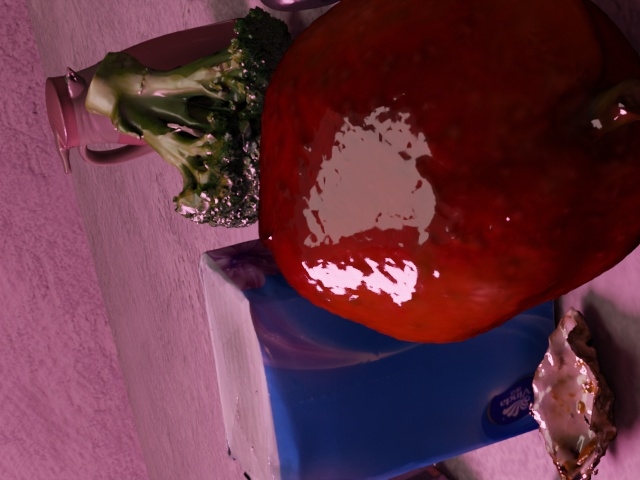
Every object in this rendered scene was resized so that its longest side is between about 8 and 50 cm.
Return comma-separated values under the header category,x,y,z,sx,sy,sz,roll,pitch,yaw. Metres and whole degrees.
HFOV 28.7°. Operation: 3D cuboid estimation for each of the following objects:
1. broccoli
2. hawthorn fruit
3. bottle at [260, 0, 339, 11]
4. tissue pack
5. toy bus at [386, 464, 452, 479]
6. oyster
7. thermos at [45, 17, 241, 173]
category,x,y,z,sx,sy,sz,roll,pitch,yaw
broccoli,-0.125,-0.145,1.400,0.269,0.269,0.254,11,84,68
hawthorn fruit,0.106,-0.068,0.832,0.307,0.265,0.265,-23,82,59
bottle,-0.034,-0.378,1.132,0.144,0.144,0.336,-150,48,-63
tissue pack,0.052,0.085,1.048,0.146,0.263,0.198,-145,44,-60
toy bus,0.111,0.399,1.357,0.138,0.112,0.317,33,136,48
oyster,0.205,0.136,0.986,0.103,0.051,0.148,-113,27,-55
thermos,-0.210,-0.174,1.573,0.176,0.265,0.146,97,151,-50
